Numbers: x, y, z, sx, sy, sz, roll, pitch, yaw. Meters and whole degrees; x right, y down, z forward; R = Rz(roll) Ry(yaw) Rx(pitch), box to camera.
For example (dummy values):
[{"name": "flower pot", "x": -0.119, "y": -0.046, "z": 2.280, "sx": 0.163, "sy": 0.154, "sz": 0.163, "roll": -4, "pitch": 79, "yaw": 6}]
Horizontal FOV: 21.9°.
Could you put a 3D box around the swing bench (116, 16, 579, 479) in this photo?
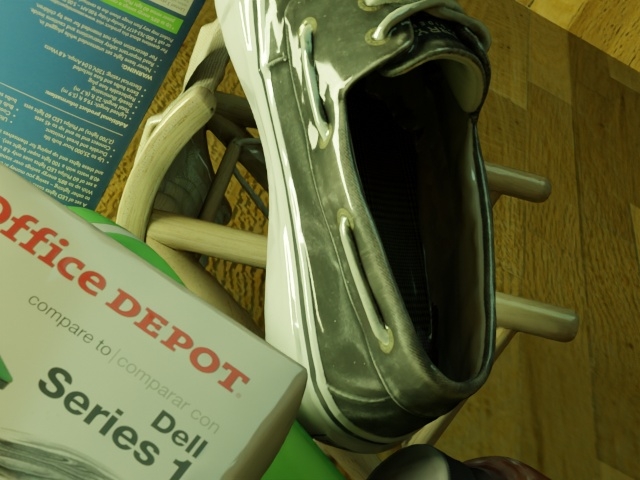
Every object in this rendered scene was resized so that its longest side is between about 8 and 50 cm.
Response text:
[{"name": "swing bench", "x": 0.000, "y": 0.000, "z": 0.999, "sx": 0.254, "sy": 0.165, "sz": 0.253, "roll": 31, "pitch": 21, "yaw": -7}]

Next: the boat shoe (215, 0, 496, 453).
[{"name": "boat shoe", "x": 0.034, "y": -0.070, "z": 0.797, "sx": 0.121, "sy": 0.119, "sz": 0.335, "roll": 3, "pitch": 73, "yaw": -39}]

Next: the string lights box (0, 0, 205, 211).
[{"name": "string lights box", "x": -0.156, "y": -0.103, "z": 0.902, "sx": 0.133, "sy": 0.260, "sz": 0.077, "roll": 24, "pitch": 23, "yaw": -17}]

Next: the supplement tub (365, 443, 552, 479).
[{"name": "supplement tub", "x": 0.105, "y": 0.173, "z": 0.807, "sx": 0.198, "sy": 0.106, "sz": 0.106, "roll": 35, "pitch": 18, "yaw": -27}]

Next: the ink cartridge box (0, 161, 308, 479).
[{"name": "ink cartridge box", "x": -0.130, "y": 0.096, "z": 0.594, "sx": 0.160, "sy": 0.092, "sz": 0.219, "roll": 33, "pitch": 58, "yaw": 7}]

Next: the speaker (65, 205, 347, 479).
[{"name": "speaker", "x": -0.062, "y": 0.114, "z": 0.740, "sx": 0.131, "sy": 0.131, "sz": 0.296, "roll": 5, "pitch": 33, "yaw": -48}]
